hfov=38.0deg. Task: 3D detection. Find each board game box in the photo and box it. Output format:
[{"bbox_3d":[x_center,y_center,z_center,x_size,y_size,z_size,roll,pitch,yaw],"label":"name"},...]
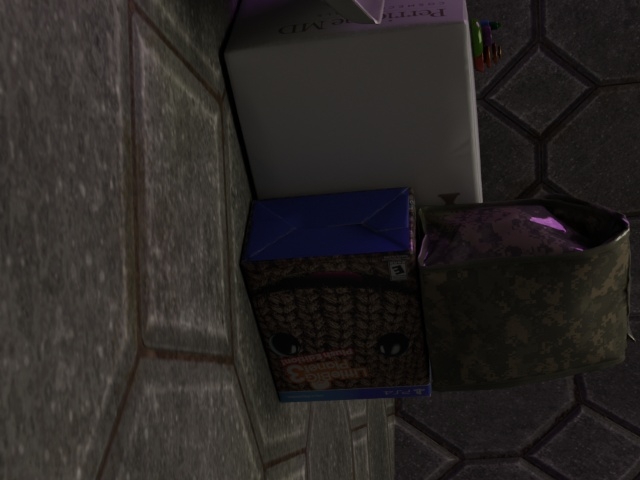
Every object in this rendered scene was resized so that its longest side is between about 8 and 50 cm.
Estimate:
[{"bbox_3d":[0.033,0.085,1.342,0.141,0.232,0.291,-84,166,-49],"label":"board game box"}]

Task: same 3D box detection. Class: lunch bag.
[{"bbox_3d":[0.286,0.070,1.287,0.169,0.287,0.235,-80,163,-54],"label":"lunch bag"}]

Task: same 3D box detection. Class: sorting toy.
[{"bbox_3d":[0.224,-0.268,1.248,0.102,0.042,0.061,51,34,-72],"label":"sorting toy"}]

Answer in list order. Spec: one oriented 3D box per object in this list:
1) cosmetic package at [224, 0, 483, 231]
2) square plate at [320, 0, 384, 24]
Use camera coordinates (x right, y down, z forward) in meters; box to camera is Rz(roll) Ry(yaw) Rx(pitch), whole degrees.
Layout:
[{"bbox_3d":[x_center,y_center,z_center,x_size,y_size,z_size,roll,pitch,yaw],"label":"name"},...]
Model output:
[{"bbox_3d":[0.067,-0.242,1.424,0.394,0.329,0.327,-84,166,-54],"label":"cosmetic package"},{"bbox_3d":[-0.052,-0.415,1.152,0.344,0.049,0.347,43,23,-14],"label":"square plate"}]
